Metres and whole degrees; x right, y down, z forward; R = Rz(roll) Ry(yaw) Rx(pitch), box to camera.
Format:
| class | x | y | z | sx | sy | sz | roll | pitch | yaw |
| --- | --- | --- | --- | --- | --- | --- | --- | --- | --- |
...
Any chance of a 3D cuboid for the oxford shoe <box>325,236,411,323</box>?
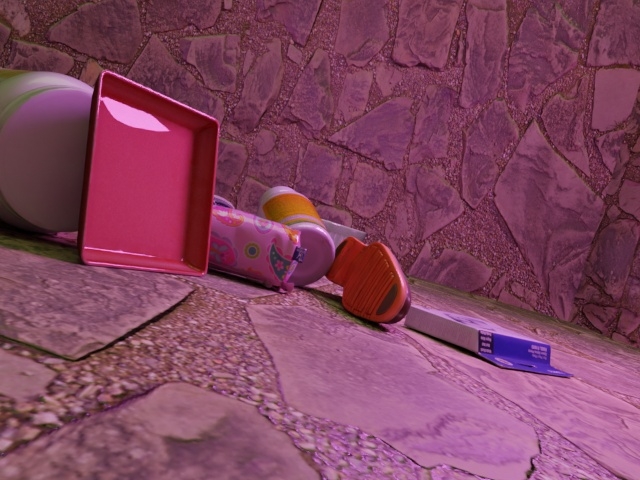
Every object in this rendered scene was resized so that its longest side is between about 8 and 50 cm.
| class | x | y | z | sx | sy | sz | roll | pitch | yaw |
| --- | --- | --- | --- | --- | --- | --- | --- | --- | --- |
| oxford shoe | 0.115 | 0.082 | 1.218 | 0.132 | 0.130 | 0.364 | 33 | 5 | -15 |

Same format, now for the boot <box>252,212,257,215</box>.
| class | x | y | z | sx | sy | sz | roll | pitch | yaw |
| --- | --- | --- | --- | --- | --- | --- | --- | --- | --- |
| boot | -0.156 | -0.010 | 1.516 | 0.095 | 0.123 | 0.258 | 16 | 2 | 2 |

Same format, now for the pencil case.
| class | x | y | z | sx | sy | sz | roll | pitch | yaw |
| --- | --- | --- | --- | --- | --- | --- | --- | --- | --- |
| pencil case | -0.172 | 0.002 | 1.162 | 0.284 | 0.124 | 0.124 | 17 | 1 | -6 |

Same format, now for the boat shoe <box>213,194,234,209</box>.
| class | x | y | z | sx | sy | sz | roll | pitch | yaw |
| --- | --- | --- | --- | --- | --- | --- | --- | --- | --- |
| boat shoe | -0.341 | -0.063 | 1.908 | 0.158 | 0.127 | 0.340 | 25 | 14 | 36 |

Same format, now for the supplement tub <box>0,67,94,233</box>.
| class | x | y | z | sx | sy | sz | roll | pitch | yaw |
| --- | --- | --- | --- | --- | --- | --- | --- | --- | --- |
| supplement tub | -0.455 | -0.145 | 1.038 | 0.241 | 0.241 | 0.331 | 15 | 3 | -44 |

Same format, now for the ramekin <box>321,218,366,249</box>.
| class | x | y | z | sx | sy | sz | roll | pitch | yaw |
| --- | --- | --- | --- | --- | --- | --- | --- | --- | --- |
| ramekin | 0.000 | 0.000 | 2.341 | 0.303 | 0.148 | 0.303 | 17 | 1 | 0 |

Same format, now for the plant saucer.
| class | x | y | z | sx | sy | sz | roll | pitch | yaw |
| --- | --- | --- | --- | --- | --- | --- | --- | --- | --- |
| plant saucer | -0.252 | -0.084 | 0.965 | 0.047 | 0.259 | 0.259 | 1 | -6 | 27 |

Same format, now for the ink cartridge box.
| class | x | y | z | sx | sy | sz | roll | pitch | yaw |
| --- | --- | --- | --- | --- | --- | --- | --- | --- | --- |
| ink cartridge box | 0.301 | 0.176 | 1.164 | 0.223 | 0.045 | 0.224 | 15 | 2 | -39 |

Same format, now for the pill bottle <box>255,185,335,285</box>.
| class | x | y | z | sx | sy | sz | roll | pitch | yaw |
| --- | --- | --- | --- | --- | --- | --- | --- | --- | --- |
| pill bottle | -0.063 | -0.022 | 1.381 | 0.136 | 0.136 | 0.246 | 16 | 22 | -22 |
